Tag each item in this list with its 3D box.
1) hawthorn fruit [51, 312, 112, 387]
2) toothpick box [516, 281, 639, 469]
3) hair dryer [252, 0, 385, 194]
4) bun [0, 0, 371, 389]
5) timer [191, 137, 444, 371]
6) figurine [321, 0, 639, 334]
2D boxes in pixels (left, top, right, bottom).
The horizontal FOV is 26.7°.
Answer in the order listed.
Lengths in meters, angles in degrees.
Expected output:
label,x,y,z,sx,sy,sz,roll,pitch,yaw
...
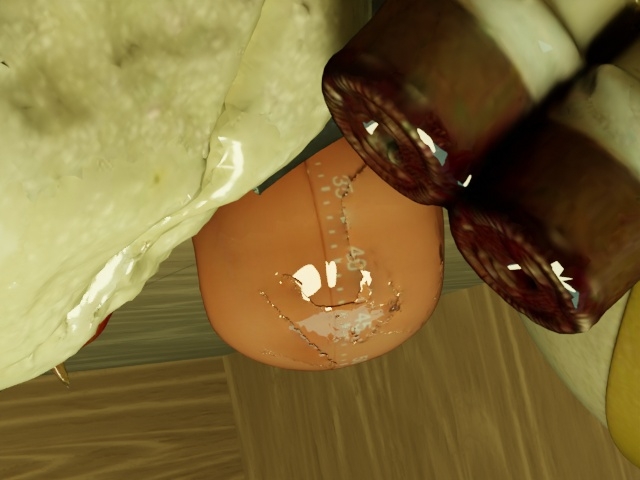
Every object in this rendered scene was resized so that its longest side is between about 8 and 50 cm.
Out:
label,x,y,z,sx,sy,sz,roll,pitch,yaw
hawthorn fruit,-0.246,0.016,1.166,0.173,0.179,0.173,17,160,6
toothpick box,0.319,-0.023,0.676,0.409,0.409,0.425,-8,-164,-20
hair dryer,0.004,-0.110,0.928,0.195,0.075,0.219,-41,-167,-8
bun,-0.123,-0.092,0.425,0.281,0.281,0.205,-13,140,12
timer,0.000,0.000,1.177,0.215,0.229,0.229,-9,171,0
figurine,0.164,-0.133,0.409,0.370,0.281,0.167,-43,174,-12
